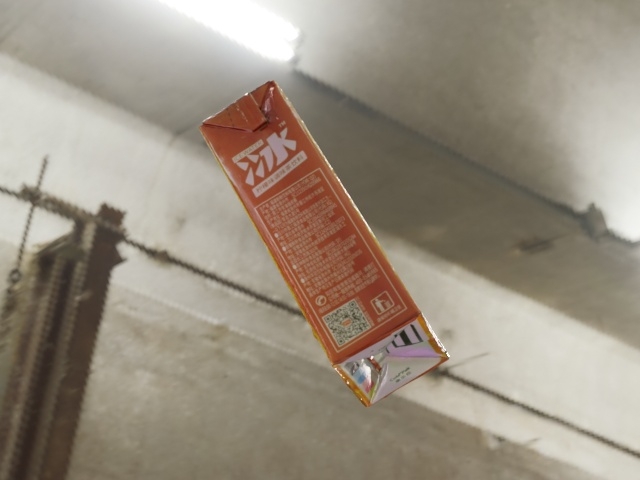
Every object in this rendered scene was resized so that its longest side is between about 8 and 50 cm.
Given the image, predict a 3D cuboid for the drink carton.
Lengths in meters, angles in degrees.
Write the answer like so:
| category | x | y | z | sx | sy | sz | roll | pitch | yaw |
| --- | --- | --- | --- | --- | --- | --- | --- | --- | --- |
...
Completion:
| category | x | y | z | sx | sy | sz | roll | pitch | yaw |
| --- | --- | --- | --- | --- | --- | --- | --- | --- | --- |
| drink carton | 0.000 | 0.000 | 0.979 | 0.223 | 0.071 | 0.096 | 60 | -177 | 31 |
